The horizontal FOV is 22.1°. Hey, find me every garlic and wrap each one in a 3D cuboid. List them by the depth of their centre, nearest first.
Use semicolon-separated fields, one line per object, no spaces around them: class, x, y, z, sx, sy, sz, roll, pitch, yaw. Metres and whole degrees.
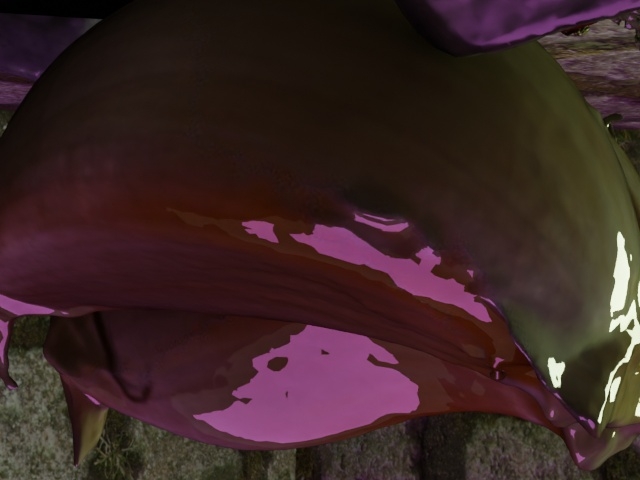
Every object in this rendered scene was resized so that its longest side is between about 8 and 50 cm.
garlic;0.000;0.000;0.691;0.313;0.250;0.286;8;-163;31

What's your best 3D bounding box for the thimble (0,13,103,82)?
thimble;-0.132;-0.187;1.020;0.245;0.157;0.217;10;-160;-35

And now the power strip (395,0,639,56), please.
power strip;0.087;-0.194;0.442;0.257;0.092;0.251;-15;132;29

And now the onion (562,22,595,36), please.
onion;0.198;-0.219;1.363;0.117;0.119;0.118;-22;172;17

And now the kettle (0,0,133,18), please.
kettle;-0.178;-0.185;0.606;0.262;0.203;0.308;12;-172;27

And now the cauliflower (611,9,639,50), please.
cauliflower;0.299;-0.192;1.170;0.272;0.250;0.275;-36;150;-15
